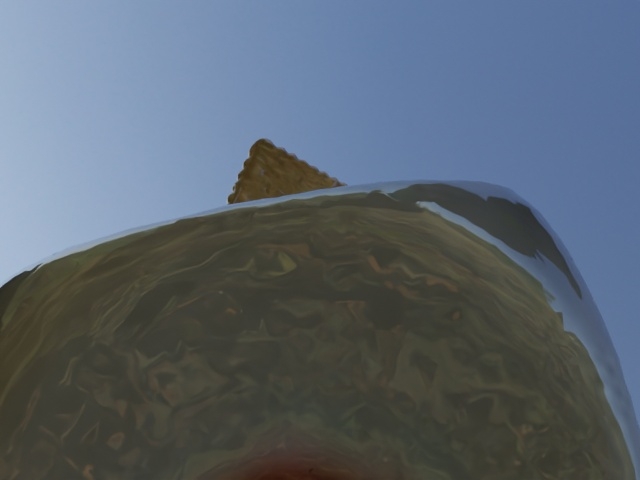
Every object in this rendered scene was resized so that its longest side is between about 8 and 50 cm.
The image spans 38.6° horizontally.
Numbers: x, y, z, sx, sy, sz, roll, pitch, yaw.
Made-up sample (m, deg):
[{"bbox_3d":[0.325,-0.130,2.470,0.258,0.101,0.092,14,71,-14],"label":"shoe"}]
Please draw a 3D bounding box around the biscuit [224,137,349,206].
[{"bbox_3d":[0.000,0.000,1.088,0.030,0.249,0.160,-22,-137,64],"label":"biscuit"}]

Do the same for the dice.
[{"bbox_3d":[-0.009,0.151,0.452,0.276,0.304,0.304,-11,-97,-1],"label":"dice"}]
